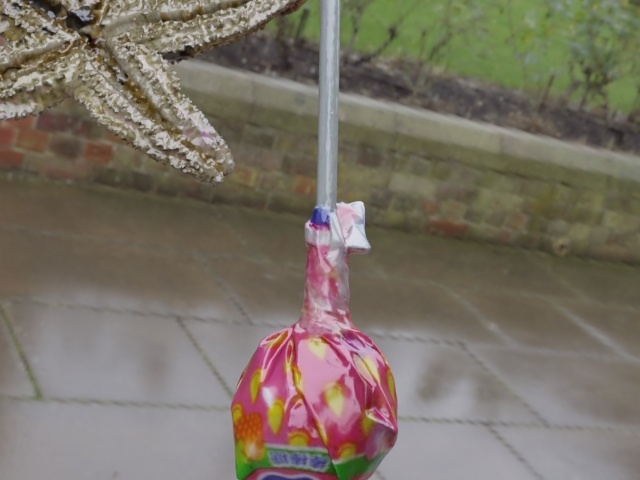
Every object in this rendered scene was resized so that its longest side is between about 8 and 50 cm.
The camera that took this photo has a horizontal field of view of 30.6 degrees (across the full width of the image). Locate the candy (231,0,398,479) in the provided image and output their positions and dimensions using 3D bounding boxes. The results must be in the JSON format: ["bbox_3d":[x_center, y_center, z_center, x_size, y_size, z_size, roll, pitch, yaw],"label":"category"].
[{"bbox_3d":[0.000,0.000,0.828,0.124,0.365,0.124,1,0,0],"label":"candy"}]

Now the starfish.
[{"bbox_3d":[-0.128,-0.110,0.612,0.241,0.043,0.227,-20,61,-12],"label":"starfish"}]
